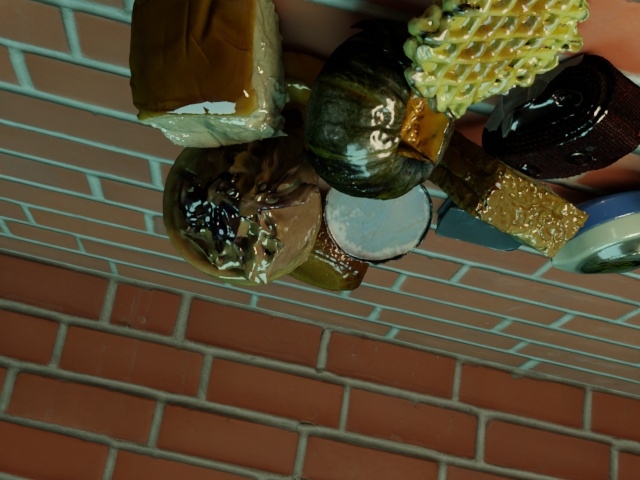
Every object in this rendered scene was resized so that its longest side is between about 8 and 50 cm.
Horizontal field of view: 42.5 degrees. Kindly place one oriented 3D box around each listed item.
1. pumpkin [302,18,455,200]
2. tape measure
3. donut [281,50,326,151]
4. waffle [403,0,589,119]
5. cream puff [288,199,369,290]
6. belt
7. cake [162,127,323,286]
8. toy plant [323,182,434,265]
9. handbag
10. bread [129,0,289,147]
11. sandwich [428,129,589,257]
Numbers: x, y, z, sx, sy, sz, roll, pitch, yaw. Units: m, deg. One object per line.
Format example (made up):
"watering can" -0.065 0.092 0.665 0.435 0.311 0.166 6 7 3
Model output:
"pumpkin" 0.113 -0.222 1.450 0.192 0.320 0.320 23 168 35
"tape measure" 0.664 -0.012 1.838 0.259 0.138 0.262 -2 165 -30
"donut" -0.067 -0.282 1.672 0.303 0.110 0.303 12 158 5
"waffle" 0.274 -0.324 1.277 0.317 0.073 0.297 -32 150 8
"cream puff" 0.000 0.000 2.228 0.303 0.212 0.303 19 157 8
"belt" 0.422 -0.217 1.467 0.164 0.184 0.289 24 155 -33
"cake" -0.156 -0.081 1.592 0.332 0.332 0.321 10 168 4
"toy plant" 0.122 -0.103 1.858 0.247 0.247 0.332 13 -163 -4
"handbag" 0.416 -0.045 2.087 0.229 0.062 0.179 13 159 -5
"bread" -0.198 -0.315 1.444 0.250 0.279 0.225 -2 178 18
"sandwich" 0.393 -0.087 1.718 0.325 0.131 0.262 24 -165 -31
